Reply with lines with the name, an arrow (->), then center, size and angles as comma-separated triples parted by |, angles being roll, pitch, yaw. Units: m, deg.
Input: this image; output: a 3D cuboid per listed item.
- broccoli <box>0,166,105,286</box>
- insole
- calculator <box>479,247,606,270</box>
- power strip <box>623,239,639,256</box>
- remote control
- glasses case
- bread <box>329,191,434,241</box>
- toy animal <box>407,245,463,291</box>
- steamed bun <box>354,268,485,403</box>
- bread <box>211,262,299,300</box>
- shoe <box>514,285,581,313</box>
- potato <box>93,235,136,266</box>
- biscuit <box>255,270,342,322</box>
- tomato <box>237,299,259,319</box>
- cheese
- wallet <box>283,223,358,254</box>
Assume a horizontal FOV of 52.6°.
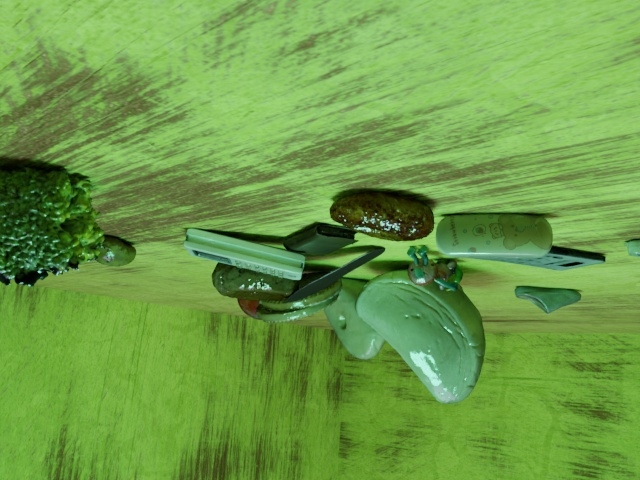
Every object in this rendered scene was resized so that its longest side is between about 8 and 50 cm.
broccoli -> -0.497, -0.064, 1.129 | 0.242, 0.273, 0.180 | 14, 123, 0
insole -> 0.029, 0.091, 1.604 | 0.327, 0.007, 0.111 | -32, 163, 34
calculator -> 0.485, 0.037, 1.451 | 0.261, 0.021, 0.161 | 8, 168, -17
power strip -> 0.688, 0.013, 1.245 | 0.191, 0.030, 0.047 | -2, 167, 30
remote control -> -0.175, 0.035, 1.510 | 0.277, 0.056, 0.103 | 13, 167, -1
glasses case -> 0.311, -0.007, 1.167 | 0.204, 0.081, 0.051 | -1, 165, 16
bread -> 0.111, -0.037, 1.143 | 0.193, 0.064, 0.193 | 7, 170, 1
toy animal -> 0.273, 0.076, 1.536 | 0.103, 0.100, 0.208 | 38, -173, 37
steamed bun -> 0.293, 0.218, 1.705 | 0.383, 0.236, 0.247 | 45, -165, 9
bread -> -0.163, 0.086, 1.674 | 0.229, 0.123, 0.230 | 3, 165, 1
shoe -> 0.676, 0.181, 1.933 | 0.195, 0.078, 0.079 | 8, 167, -1
potato -> -0.531, 0.032, 1.666 | 0.091, 0.070, 0.138 | 2, 168, 17
biscuit -> -0.061, 0.159, 1.844 | 0.259, 0.079, 0.259 | -13, -167, 3
tomato -> -0.177, 0.169, 2.007 | 0.167, 0.167, 0.167 | 4, 168, 1
cheese -> 0.159, 0.243, 2.021 | 0.251, 0.248, 0.174 | 3, 136, -27
wallet -> 0.000, 0.000, 1.424 | 0.110, 0.031, 0.198 | 8, 167, -21
